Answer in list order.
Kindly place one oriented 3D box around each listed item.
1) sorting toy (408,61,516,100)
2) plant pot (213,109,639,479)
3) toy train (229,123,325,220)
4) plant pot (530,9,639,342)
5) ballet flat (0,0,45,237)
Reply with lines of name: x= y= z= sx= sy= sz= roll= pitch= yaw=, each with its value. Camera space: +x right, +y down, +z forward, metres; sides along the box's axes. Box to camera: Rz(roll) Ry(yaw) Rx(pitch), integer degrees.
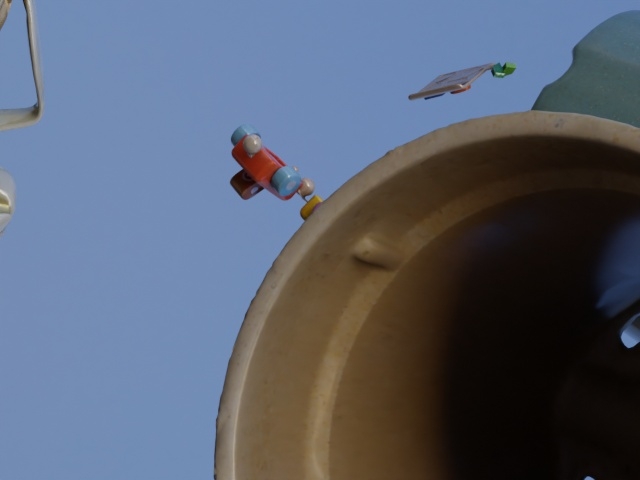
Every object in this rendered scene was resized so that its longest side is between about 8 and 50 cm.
sorting toy: x=0.121 y=-0.132 z=1.545 sx=0.083 sy=0.062 sz=0.012 roll=-10 pitch=-74 yaw=39
plant pot: x=0.164 y=0.118 z=0.991 sx=0.333 sy=0.305 sz=0.334 roll=-3 pitch=-97 yaw=29
toy train: x=0.000 y=0.000 z=1.214 sx=0.166 sy=0.046 sz=0.125 roll=47 pitch=6 yaw=28
plant pot: x=0.359 y=-0.022 z=1.590 sx=0.334 sy=0.341 sz=0.341 roll=32 pitch=-47 yaw=30
ballet flat: x=-0.167 y=-0.043 z=0.824 sx=0.086 sy=0.086 sz=0.248 roll=47 pitch=-48 yaw=41
